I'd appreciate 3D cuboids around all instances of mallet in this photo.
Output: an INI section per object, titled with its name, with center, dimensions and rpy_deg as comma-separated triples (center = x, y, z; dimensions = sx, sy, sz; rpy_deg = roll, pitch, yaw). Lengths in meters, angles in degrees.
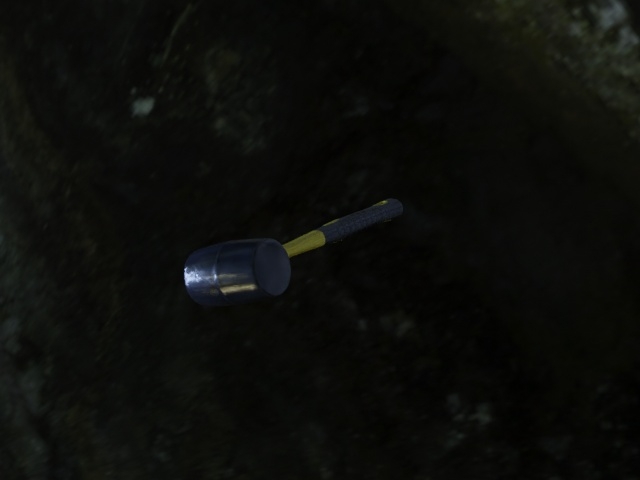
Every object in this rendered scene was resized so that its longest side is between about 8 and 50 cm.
[mallet]
center = 0.000, 0.000, 1.028
dimensions = 0.190, 0.062, 0.039
rpy_deg = -21, -80, -43
